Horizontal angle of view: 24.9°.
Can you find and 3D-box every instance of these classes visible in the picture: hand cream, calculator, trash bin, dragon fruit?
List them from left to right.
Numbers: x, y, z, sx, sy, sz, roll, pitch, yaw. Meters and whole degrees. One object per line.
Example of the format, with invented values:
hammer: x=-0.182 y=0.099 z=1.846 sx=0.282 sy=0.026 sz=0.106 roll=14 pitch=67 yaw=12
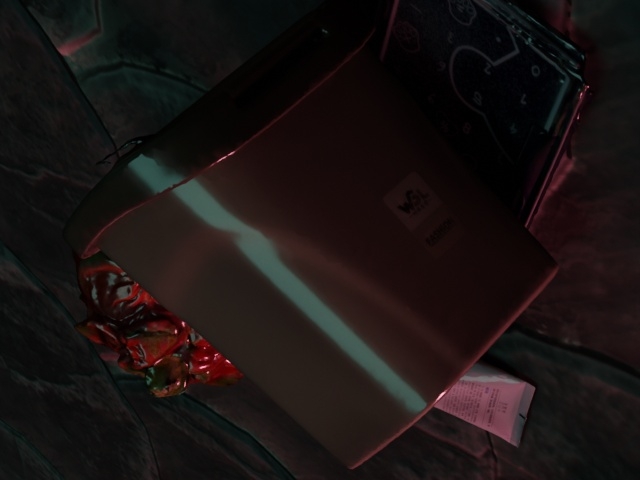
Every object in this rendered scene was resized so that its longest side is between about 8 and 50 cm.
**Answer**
dragon fruit: x=-0.102 y=0.002 z=1.160 sx=0.192 sy=0.274 sz=0.193 roll=7 pitch=141 yaw=-2
trash bin: x=0.000 y=0.000 z=0.962 sx=0.250 sy=0.220 sz=0.219 roll=46 pitch=150 yaw=3
hand cream: x=0.101 y=0.108 z=1.153 sx=0.142 sy=0.053 sz=0.084 roll=24 pitch=143 yaw=16
calculator: x=0.088 y=-0.074 z=0.985 sx=0.165 sy=0.028 sz=0.274 roll=41 pitch=148 yaw=19
